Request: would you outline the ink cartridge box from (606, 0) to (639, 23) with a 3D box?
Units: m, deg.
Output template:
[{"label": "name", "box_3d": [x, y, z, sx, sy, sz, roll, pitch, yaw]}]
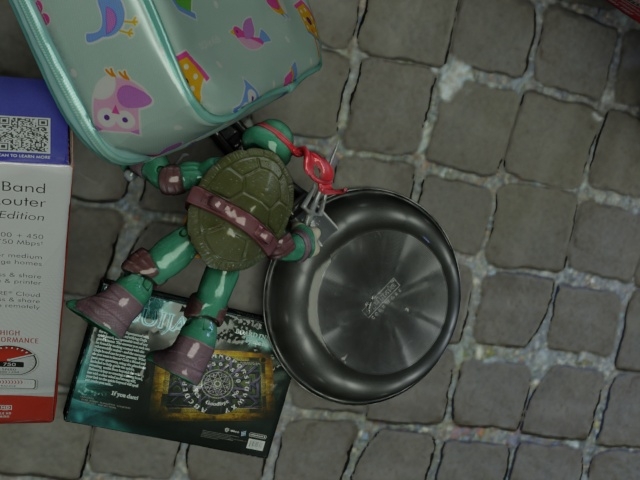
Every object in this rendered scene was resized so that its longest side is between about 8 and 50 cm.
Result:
[{"label": "ink cartridge box", "box_3d": [0.280, -0.246, 0.705, 0.226, 0.306, 0.131, 24, 88, -30]}]

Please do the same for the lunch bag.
[{"label": "lunch bag", "box_3d": [-0.106, -0.184, 0.719, 0.108, 0.279, 0.224, -22, 101, 22]}]

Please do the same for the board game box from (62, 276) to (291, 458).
[{"label": "board game box", "box_3d": [-0.117, 0.114, 0.908, 0.186, 0.026, 0.126, 15, 96, -19]}]

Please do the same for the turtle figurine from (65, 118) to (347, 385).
[{"label": "turtle figurine", "box_3d": [-0.079, -0.016, 0.792, 0.175, 0.118, 0.234, 34, 76, -10]}]

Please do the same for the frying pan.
[{"label": "frying pan", "box_3d": [0.027, -0.008, 0.910, 0.197, 0.053, 0.326, -22, 103, -20]}]

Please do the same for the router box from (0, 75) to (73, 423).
[{"label": "router box", "box_3d": [-0.347, 0.018, 0.706, 0.335, 0.082, 0.301, 1, 139, -16]}]
